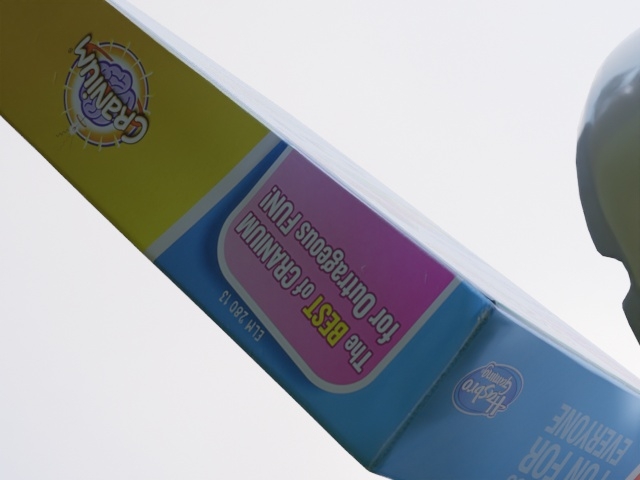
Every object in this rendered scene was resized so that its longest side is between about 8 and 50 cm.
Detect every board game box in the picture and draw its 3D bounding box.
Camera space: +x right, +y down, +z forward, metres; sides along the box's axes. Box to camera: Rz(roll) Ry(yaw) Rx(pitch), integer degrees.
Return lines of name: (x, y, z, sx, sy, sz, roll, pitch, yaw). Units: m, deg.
board game box: (0.000, 0.000, 0.608, 0.316, 0.064, 0.242, 40, 6, 38)

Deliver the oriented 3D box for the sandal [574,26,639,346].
sandal: (0.224, 0.100, 0.402, 0.416, 0.169, 0.102, 50, -36, -1)
